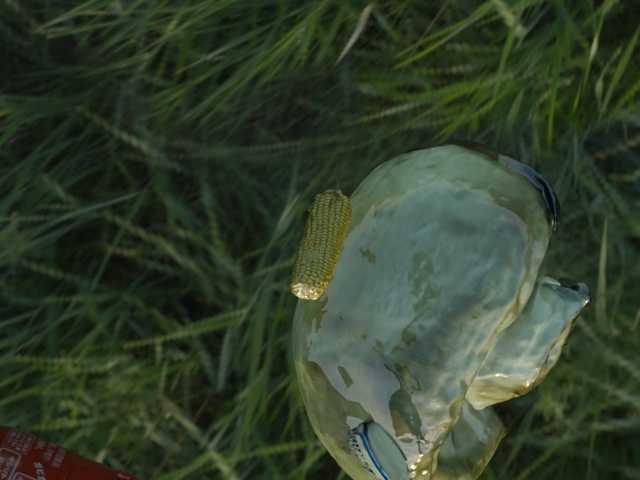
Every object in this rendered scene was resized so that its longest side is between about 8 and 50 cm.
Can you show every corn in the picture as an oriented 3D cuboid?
[{"bbox_3d":[0.000,0.000,0.994,0.028,0.083,0.027,-12,135,37],"label":"corn"}]

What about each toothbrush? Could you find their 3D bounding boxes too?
[{"bbox_3d":[0.098,0.235,1.099,0.028,0.026,0.294,-5,124,53],"label":"toothbrush"}]

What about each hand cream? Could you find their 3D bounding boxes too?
[{"bbox_3d":[-0.226,0.245,1.209,0.125,0.193,0.193,25,109,-4],"label":"hand cream"}]

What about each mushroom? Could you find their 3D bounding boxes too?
[{"bbox_3d":[0.062,0.067,1.143,0.189,0.164,0.267,38,136,17],"label":"mushroom"}]
